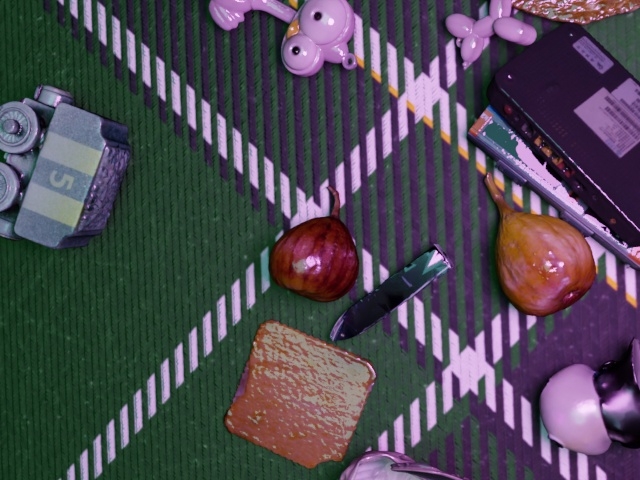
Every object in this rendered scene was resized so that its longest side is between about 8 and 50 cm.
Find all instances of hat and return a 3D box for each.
[{"bbox_3d":[0.158,0.446,1.127,0.275,0.161,0.232,1,101,22],"label":"hat"}]

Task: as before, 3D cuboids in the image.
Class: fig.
[{"bbox_3d":[0.337,-0.006,1.124,0.159,0.159,0.257,-30,68,10],"label":"fig"},{"bbox_3d":[0.006,0.026,1.180,0.202,0.148,0.149,-36,122,-22],"label":"fig"}]

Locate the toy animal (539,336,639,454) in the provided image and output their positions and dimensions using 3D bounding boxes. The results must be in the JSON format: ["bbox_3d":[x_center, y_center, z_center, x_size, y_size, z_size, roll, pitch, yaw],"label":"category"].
[{"bbox_3d":[0.444,0.258,1.101,0.179,0.138,0.166,-17,67,19],"label":"toy animal"}]

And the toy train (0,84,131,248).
[{"bbox_3d":[-0.497,-0.128,1.266,0.238,0.167,0.299,20,95,5],"label":"toy train"}]

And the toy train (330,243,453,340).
[{"bbox_3d":[0.118,0.098,1.203,0.252,0.048,0.055,-37,88,15],"label":"toy train"}]

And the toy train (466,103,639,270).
[{"bbox_3d":[0.419,-0.072,1.121,0.409,0.086,0.089,41,98,8],"label":"toy train"}]

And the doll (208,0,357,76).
[{"bbox_3d":[-0.082,-0.413,1.216,0.365,0.094,0.160,36,100,10],"label":"doll"}]

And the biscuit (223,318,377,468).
[{"bbox_3d":[-0.039,0.287,1.249,0.237,0.013,0.232,22,94,11],"label":"biscuit"}]

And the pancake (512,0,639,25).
[{"bbox_3d":[0.409,-0.465,1.142,0.377,0.054,0.197,18,100,9],"label":"pancake"}]

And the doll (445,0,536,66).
[{"bbox_3d":[0.281,-0.370,1.129,0.160,0.059,0.161,12,101,46],"label":"doll"}]

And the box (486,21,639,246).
[{"bbox_3d":[0.443,-0.173,1.075,0.211,0.058,0.350,-37,79,-21],"label":"box"}]
